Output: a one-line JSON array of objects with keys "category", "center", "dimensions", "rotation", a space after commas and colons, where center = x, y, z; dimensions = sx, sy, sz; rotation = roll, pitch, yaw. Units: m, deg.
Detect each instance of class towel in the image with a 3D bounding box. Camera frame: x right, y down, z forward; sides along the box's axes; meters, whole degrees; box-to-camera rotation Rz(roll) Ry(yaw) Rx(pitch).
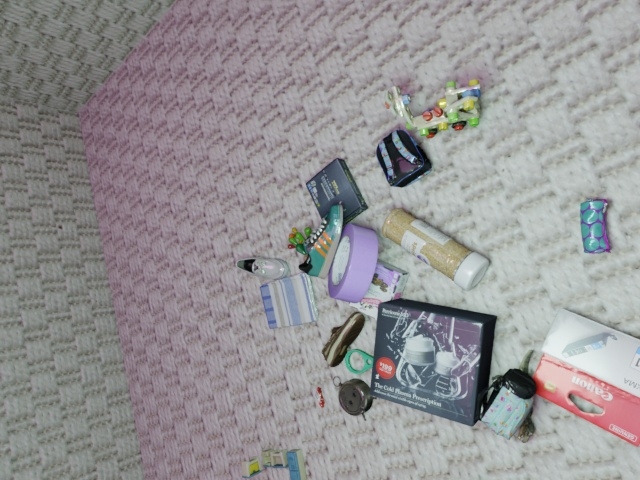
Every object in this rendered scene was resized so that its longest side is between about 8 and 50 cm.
[{"category": "towel", "center": [-0.136, 0.259, 1.975], "dimensions": [0.285, 0.034, 0.209], "rotation": [-18, 82, 38]}]

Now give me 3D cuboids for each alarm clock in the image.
[{"category": "alarm clock", "center": [0.115, 0.583, 1.764], "dimensions": [0.192, 0.064, 0.129], "rotation": [33, 108, 36]}]

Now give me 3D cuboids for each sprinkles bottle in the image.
[{"category": "sprinkles bottle", "center": [0.371, 0.022, 1.539], "dimensions": [0.355, 0.121, 0.121], "rotation": [36, 110, 33]}]

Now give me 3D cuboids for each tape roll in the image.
[{"category": "tape roll", "center": [0.111, 0.081, 1.657], "dimensions": [0.275, 0.090, 0.274], "rotation": [-165, 90, -79]}]

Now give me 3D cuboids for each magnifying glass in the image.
[{"category": "magnifying glass", "center": [0.189, 0.451, 1.729], "dimensions": [0.231, 0.026, 0.092], "rotation": [-9, 83, 35]}]

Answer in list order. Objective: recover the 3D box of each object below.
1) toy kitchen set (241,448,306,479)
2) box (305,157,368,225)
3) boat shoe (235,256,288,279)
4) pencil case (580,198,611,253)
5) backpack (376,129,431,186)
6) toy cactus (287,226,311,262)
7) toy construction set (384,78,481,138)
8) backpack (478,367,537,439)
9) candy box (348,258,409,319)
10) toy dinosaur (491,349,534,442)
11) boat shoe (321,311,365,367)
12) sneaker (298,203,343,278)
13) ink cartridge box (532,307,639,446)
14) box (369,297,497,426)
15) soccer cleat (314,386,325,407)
[{"category": "toy kitchen set", "center": [-0.196, 0.952, 1.924], "dimensions": [0.207, 0.166, 0.122], "rotation": [-19, 78, 36]}, {"category": "box", "center": [0.060, -0.176, 1.818], "dimensions": [0.183, 0.059, 0.232], "rotation": [-35, 70, 31]}, {"category": "boat shoe", "center": [-0.261, 0.115, 2.039], "dimensions": [0.268, 0.088, 0.096], "rotation": [12, 96, 37]}, {"category": "pencil case", "center": [0.757, -0.039, 1.280], "dimensions": [0.070, 0.065, 0.151], "rotation": [-8, 84, 62]}, {"category": "backpack", "center": [0.283, -0.288, 1.614], "dimensions": [0.158, 0.117, 0.173], "rotation": [-35, 69, 32]}, {"category": "toy cactus", "center": [-0.048, 0.038, 1.882], "dimensions": [0.219, 0.112, 0.180], "rotation": [3, 101, 29]}, {"category": "toy construction set", "center": [0.367, -0.418, 1.490], "dimensions": [0.328, 0.215, 0.150], "rotation": [10, 95, 37]}, {"category": "backpack", "center": [0.533, 0.469, 1.325], "dimensions": [0.115, 0.152, 0.181], "rotation": [36, 111, 38]}, {"category": "candy box", "center": [0.209, 0.178, 1.690], "dimensions": [0.165, 0.070, 0.196], "rotation": [24, 103, 36]}, {"category": "toy dinosaur", "center": [0.585, 0.462, 1.410], "dimensions": [0.118, 0.064, 0.267], "rotation": [-2, 83, 34]}, {"category": "boat shoe", "center": [0.074, 0.363, 1.778], "dimensions": [0.095, 0.095, 0.257], "rotation": [44, 115, 36]}, {"category": "sneaker", "center": [0.000, 0.000, 1.739], "dimensions": [0.121, 0.108, 0.301], "rotation": [14, 107, -8]}, {"category": "ink cartridge box", "center": [0.748, 0.362, 1.254], "dimensions": [0.297, 0.066, 0.260], "rotation": [24, 92, 35]}, {"category": "box", "center": [0.357, 0.370, 1.493], "dimensions": [0.344, 0.179, 0.312], "rotation": [6, 92, 33]}, {"category": "soccer cleat", "center": [-0.005, 0.633, 1.874], "dimensions": [0.036, 0.029, 0.083], "rotation": [-32, 67, 42]}]
